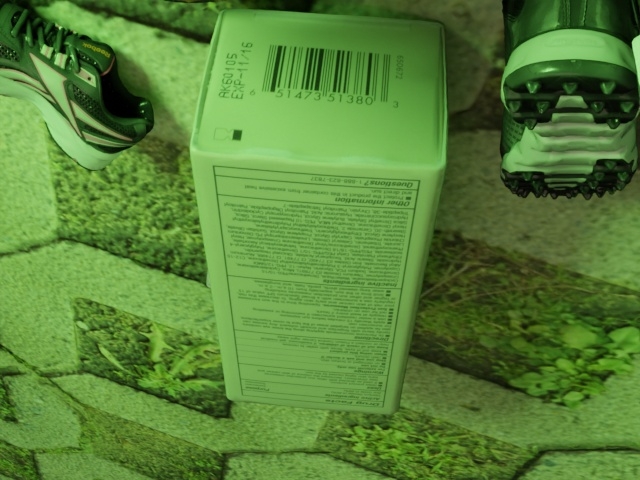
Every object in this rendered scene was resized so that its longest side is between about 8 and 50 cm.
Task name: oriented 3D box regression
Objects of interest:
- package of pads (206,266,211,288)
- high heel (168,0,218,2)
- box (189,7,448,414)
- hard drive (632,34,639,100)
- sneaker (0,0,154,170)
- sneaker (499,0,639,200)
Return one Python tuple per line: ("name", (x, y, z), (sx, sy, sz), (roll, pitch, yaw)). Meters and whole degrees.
("package of pads", (-0.075, 0.020, 0.818), (0.050, 0.032, 0.083), (23, 147, 4))
("high heel", (-0.059, -0.229, 0.441), (0.186, 0.093, 0.261), (21, 143, -27))
("box", (0.000, 0.000, 0.641), (0.147, 0.121, 0.311), (5, 145, 1))
("hard drive", (0.269, -0.014, 0.425), (0.210, 0.040, 0.319), (-10, 152, 19))
("sneaker", (-0.188, -0.131, 0.659), (0.077, 0.072, 0.178), (-19, 138, 30))
("sneaker", (0.138, -0.090, 0.500), (0.078, 0.106, 0.234), (3, 168, 14))
